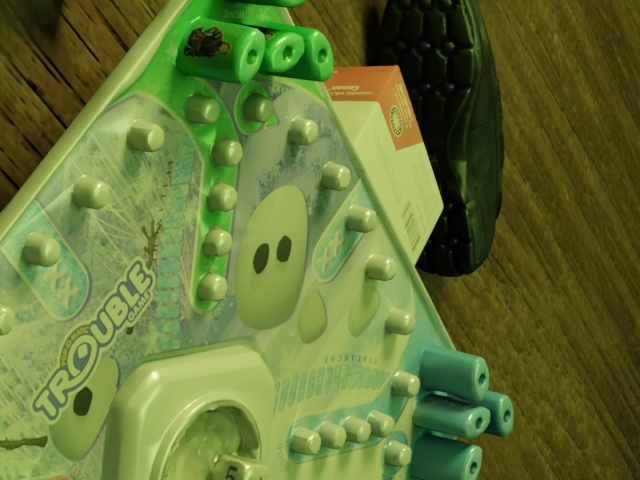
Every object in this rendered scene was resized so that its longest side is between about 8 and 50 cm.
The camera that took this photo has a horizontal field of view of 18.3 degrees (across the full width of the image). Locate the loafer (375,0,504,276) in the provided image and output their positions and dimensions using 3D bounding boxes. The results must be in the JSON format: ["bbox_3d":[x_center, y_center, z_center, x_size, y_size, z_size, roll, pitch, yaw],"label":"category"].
[{"bbox_3d":[0.083,-0.086,1.322,0.078,0.076,0.223,-49,138,-57],"label":"loafer"}]

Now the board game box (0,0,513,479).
[{"bbox_3d":[-0.056,0.118,1.002,0.390,0.050,0.390,-55,139,-26],"label":"board game box"}]

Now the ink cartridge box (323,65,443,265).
[{"bbox_3d":[0.000,0.000,1.172,0.198,0.067,0.115,-61,142,-43],"label":"ink cartridge box"}]
